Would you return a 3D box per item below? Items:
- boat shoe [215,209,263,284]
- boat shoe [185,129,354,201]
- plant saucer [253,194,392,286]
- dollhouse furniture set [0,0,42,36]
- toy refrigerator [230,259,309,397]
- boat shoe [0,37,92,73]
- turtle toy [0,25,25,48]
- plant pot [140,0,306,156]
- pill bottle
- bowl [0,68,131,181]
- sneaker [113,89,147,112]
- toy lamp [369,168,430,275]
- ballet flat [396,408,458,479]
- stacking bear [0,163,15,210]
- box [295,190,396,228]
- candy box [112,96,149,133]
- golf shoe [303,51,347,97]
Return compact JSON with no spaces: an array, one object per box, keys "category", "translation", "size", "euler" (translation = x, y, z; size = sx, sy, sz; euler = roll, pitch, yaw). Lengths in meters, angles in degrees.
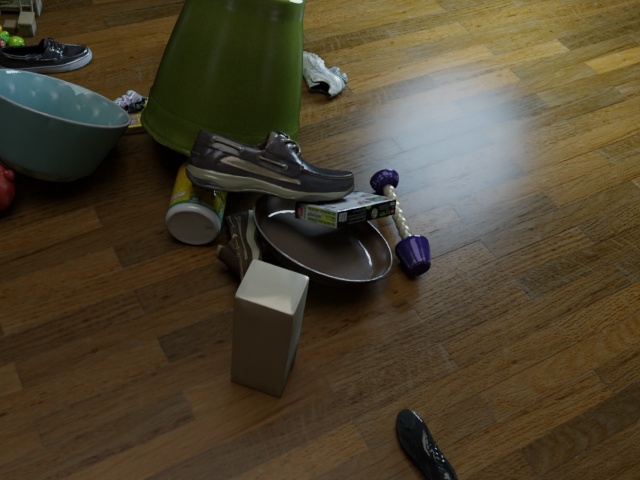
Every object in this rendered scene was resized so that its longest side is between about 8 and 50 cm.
[{"category":"boat shoe","translation":[-0.167,0.037,1.477],"size":[0.095,0.095,0.257],"euler":[0,38,-6]},{"category":"boat shoe","translation":[-0.092,-0.157,1.474],"size":[0.355,0.130,0.132],"euler":[5,12,-19]},{"category":"plant saucer","translation":[0.000,0.000,1.502],"size":[0.310,0.050,0.310],"euler":[19,31,-12]},{"category":"dollhouse furniture set","translation":[-0.858,-0.634,1.928],"size":[0.182,0.101,0.161],"euler":[-1,50,-10]},{"category":"toy refrigerator","translation":[-0.091,0.157,1.263],"size":[0.102,0.269,0.094],"euler":[17,50,7]},{"category":"boat shoe","translation":[-0.702,-0.479,1.836],"size":[0.228,0.076,0.080],"euler":[-11,53,-18]},{"category":"turtle toy","translation":[-0.823,-0.497,1.832],"size":[0.130,0.095,0.066],"euler":[-21,78,-24]},{"category":"plant pot","translation":[-0.185,-0.397,1.594],"size":[0.366,0.353,0.366],"euler":[14,27,-7]},{"category":"pill bottle","translation":[-0.260,-0.104,1.559],"size":[0.117,0.117,0.208],"euler":[7,49,-3]},{"category":"bowl","translation":[-0.580,-0.234,1.547],"size":[0.311,0.163,0.311],"euler":[19,19,-7]},{"category":"sneaker","translation":[-0.453,-0.323,1.731],"size":[0.069,0.038,0.098],"euler":[21,50,12]},{"category":"toy lamp","translation":[0.180,-0.042,1.603],"size":[0.080,0.080,0.275],"euler":[-6,52,-14]},{"category":"ballet flat","translation":[0.185,0.375,1.279],"size":[0.057,0.049,0.173],"euler":[-35,53,5]},{"category":"stacking bear","translation":[-0.768,-0.093,1.451],"size":[0.289,0.175,0.164],"euler":[-15,61,-30]},{"category":"box","translation":[0.056,-0.068,1.524],"size":[0.114,0.036,0.207],"euler":[15,19,38]},{"category":"candy box","translation":[-0.421,-0.310,1.770],"size":[0.206,0.027,0.105],"euler":[-10,54,-16]},{"category":"golf shoe","translation":[-0.017,-0.442,1.924],"size":[0.176,0.069,0.086],"euler":[30,58,17]}]
